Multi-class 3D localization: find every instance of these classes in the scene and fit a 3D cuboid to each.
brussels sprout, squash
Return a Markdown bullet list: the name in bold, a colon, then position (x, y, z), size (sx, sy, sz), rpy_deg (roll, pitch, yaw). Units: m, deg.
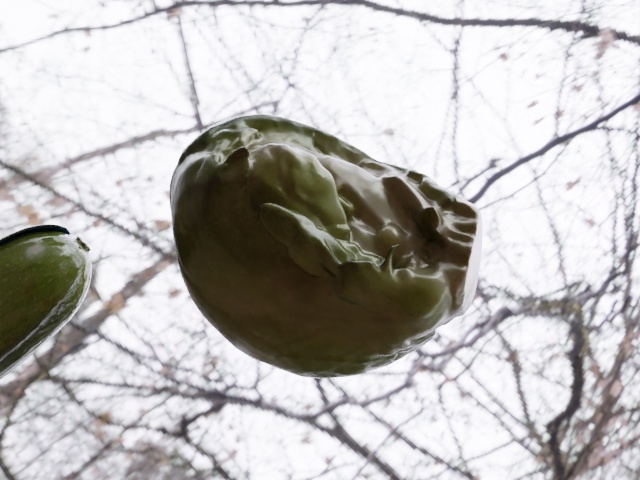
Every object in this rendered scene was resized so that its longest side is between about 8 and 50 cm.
- **brussels sprout**: position (-0.003, 0.005, 0.652), size (0.183, 0.131, 0.145), rpy_deg (27, -41, 2)
- **squash**: position (-0.303, 0.098, 0.786), size (0.094, 0.341, 0.094), rpy_deg (44, -26, 28)
